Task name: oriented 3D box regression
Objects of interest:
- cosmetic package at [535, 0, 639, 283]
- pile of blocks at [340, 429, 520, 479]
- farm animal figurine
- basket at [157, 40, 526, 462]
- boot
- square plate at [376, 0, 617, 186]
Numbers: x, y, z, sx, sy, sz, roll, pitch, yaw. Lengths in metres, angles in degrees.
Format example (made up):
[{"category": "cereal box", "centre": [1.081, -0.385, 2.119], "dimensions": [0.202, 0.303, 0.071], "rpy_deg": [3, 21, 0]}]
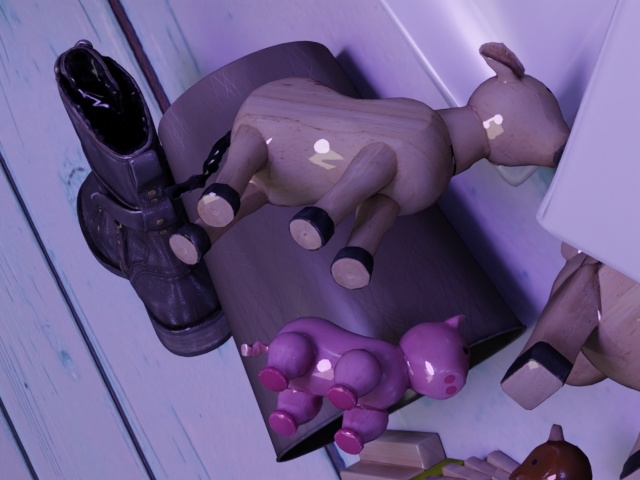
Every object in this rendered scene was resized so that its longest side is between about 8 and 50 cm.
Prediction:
[{"category": "cosmetic package", "centre": [0.205, -0.095, 0.275], "dimensions": [0.217, 0.156, 0.385], "rpy_deg": [35, 153, 16]}, {"category": "pile of blocks", "centre": [0.112, 0.241, 0.846], "dimensions": [0.362, 0.113, 0.149], "rpy_deg": [27, 132, 45]}, {"category": "farm animal figurine", "centre": [0.129, 0.019, 0.613], "dimensions": [0.327, 0.172, 0.330], "rpy_deg": [-26, 109, 44]}, {"category": "basket", "centre": [0.000, 0.000, 0.827], "dimensions": [0.204, 0.154, 0.227], "rpy_deg": [-41, 72, 50]}, {"category": "boot", "centre": [-0.147, -0.056, 0.985], "dimensions": [0.263, 0.091, 0.229], "rpy_deg": [46, 160, 46]}, {"category": "square plate", "centre": [0.089, -0.251, 0.621], "dimensions": [0.344, 0.049, 0.347], "rpy_deg": [58, 147, 14]}]
